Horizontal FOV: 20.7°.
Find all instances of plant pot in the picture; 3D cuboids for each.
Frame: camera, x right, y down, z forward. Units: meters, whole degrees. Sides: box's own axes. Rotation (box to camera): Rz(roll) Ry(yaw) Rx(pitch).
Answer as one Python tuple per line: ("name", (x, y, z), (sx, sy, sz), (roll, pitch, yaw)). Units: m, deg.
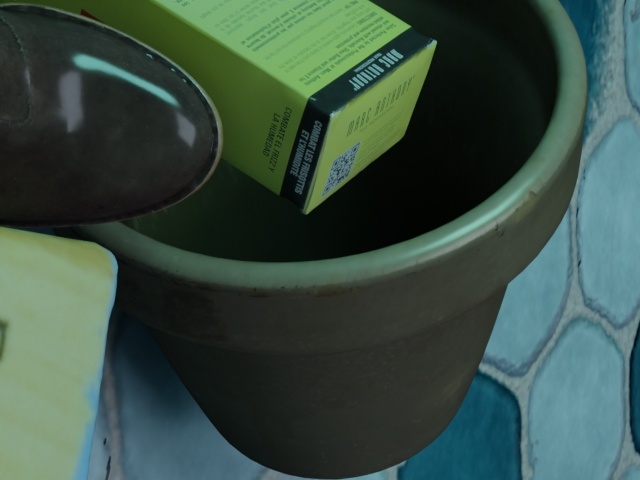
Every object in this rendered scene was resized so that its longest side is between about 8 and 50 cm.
("plant pot", (0.000, 0.000, 0.883), (0.263, 0.263, 0.229), (-53, 152, -36))

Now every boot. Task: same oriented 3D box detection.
("boot", (-0.151, -0.040, 0.592), (0.207, 0.248, 0.090), (-121, -138, -78))

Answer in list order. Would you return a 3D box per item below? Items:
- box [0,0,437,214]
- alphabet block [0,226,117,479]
("box", (-0.071, -0.107, 0.751), (0.087, 0.232, 0.058), (-41, 158, -46))
("alphabet block", (-0.214, 0.076, 0.612), (0.197, 0.192, 0.193), (13, 83, -56))
